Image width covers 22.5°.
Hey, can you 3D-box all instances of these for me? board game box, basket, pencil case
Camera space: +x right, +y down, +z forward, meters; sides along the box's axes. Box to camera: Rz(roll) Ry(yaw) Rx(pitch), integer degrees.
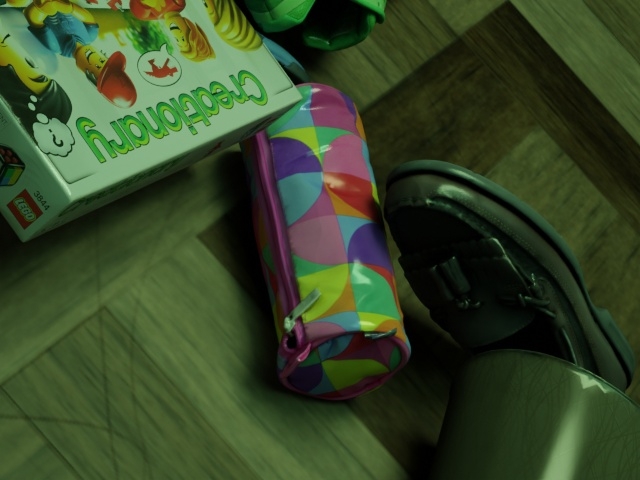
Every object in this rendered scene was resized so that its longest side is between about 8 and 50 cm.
[{"bbox_3d":[-0.147,-0.127,1.039,0.193,0.053,0.305,54,30,1],"label":"board game box"},{"bbox_3d":[0.138,0.220,1.079,0.204,0.154,0.227,44,44,-12],"label":"basket"},{"bbox_3d":[0.000,0.000,1.169,0.104,0.104,0.236,14,49,-32],"label":"pencil case"}]

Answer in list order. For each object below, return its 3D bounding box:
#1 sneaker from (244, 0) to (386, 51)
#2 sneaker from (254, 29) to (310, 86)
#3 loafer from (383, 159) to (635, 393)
[{"bbox_3d":[0.008,-0.219,1.345,0.295,0.109,0.123,-20,95,-58],"label":"sneaker"},{"bbox_3d":[-0.097,-0.167,1.238,0.209,0.069,0.082,21,48,-27],"label":"sneaker"},{"bbox_3d":[0.144,0.059,1.200,0.302,0.109,0.095,45,51,-37],"label":"loafer"}]
